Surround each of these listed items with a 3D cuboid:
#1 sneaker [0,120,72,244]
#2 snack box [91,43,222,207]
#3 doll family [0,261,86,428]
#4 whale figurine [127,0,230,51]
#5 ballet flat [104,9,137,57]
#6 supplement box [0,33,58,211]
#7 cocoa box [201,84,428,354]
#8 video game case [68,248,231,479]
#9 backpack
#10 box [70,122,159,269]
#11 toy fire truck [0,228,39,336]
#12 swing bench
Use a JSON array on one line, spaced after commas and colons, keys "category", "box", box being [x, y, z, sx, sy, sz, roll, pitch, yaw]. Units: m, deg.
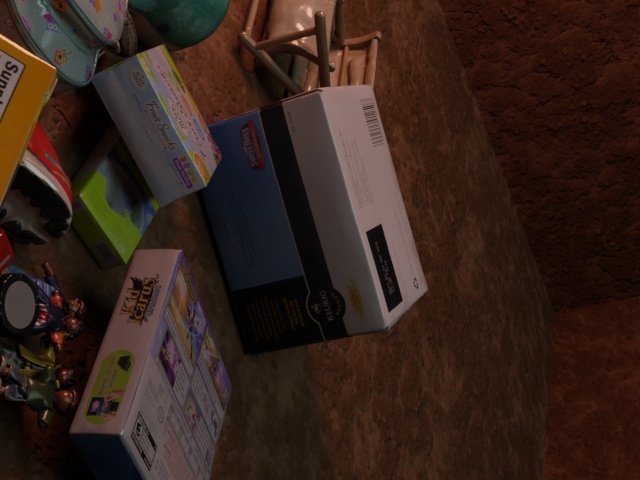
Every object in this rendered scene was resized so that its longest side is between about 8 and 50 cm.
[{"category": "sneaker", "box": [-0.344, -0.120, 0.963, 0.118, 0.107, 0.279, -101, 168, -56]}, {"category": "snack box", "box": [-0.198, -0.150, 1.204, 0.207, 0.070, 0.174, -88, 152, -74]}, {"category": "doll family", "box": [-0.282, 0.099, 0.969, 0.111, 0.076, 0.193, 29, 52, -40]}, {"category": "whale figurine", "box": [-0.219, -0.388, 1.290, 0.272, 0.141, 0.216, 57, 31, -36]}, {"category": "ballet flat", "box": [-0.306, -0.325, 1.163, 0.058, 0.084, 0.249, -49, 124, -32]}, {"category": "supplement box", "box": [-0.379, -0.083, 0.573, 0.357, 0.195, 0.194, 32, 45, -27]}, {"category": "cocoa box", "box": [-0.014, -0.036, 1.440, 0.231, 0.228, 0.347, -27, 102, -66]}, {"category": "video game case", "box": [-0.178, 0.188, 1.083, 0.269, 0.061, 0.244, 78, 17, -45]}, {"category": "backpack", "box": [-0.300, -0.250, 1.043, 0.166, 0.144, 0.188, 54, 34, -50]}, {"category": "box", "box": [-0.247, -0.062, 1.177, 0.109, 0.042, 0.178, 61, 29, -31]}, {"category": "toy fire truck", "box": [-0.374, 0.017, 0.763, 0.217, 0.159, 0.246, -64, 145, -55]}, {"category": "swing bench", "box": [-0.009, -0.360, 1.719, 0.254, 0.165, 0.253, 61, 27, -43]}]
